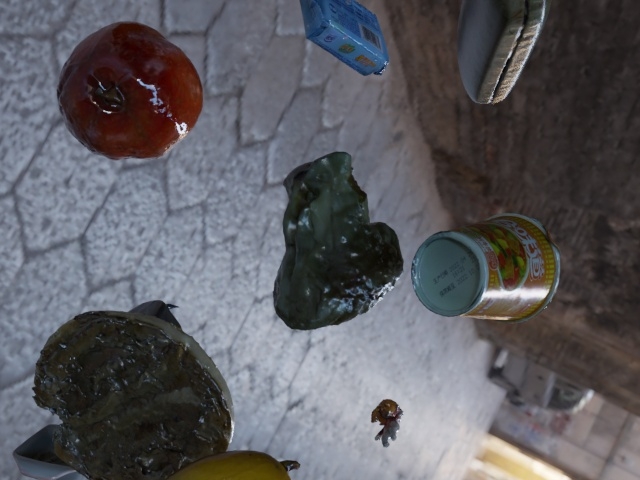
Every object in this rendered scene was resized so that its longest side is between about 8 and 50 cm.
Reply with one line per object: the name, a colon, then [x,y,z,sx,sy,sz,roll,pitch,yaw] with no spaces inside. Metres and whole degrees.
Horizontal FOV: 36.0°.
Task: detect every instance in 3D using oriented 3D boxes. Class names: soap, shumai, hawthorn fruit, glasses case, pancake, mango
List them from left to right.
hawthorn fruit: [-0.317,-0.234,1.596,0.272,0.241,0.242,-99,-148,-80]
pancake: [-0.348,0.291,1.782,0.071,0.382,0.382,-62,173,-68]
mango: [-0.159,0.400,1.384,0.316,0.176,0.119,-24,159,-19]
shumai: [0.000,0.000,1.558,0.204,0.222,0.272,59,21,-30]
soap: [0.057,-0.495,2.297,0.293,0.077,0.156,23,49,-45]
glasses case: [0.250,-0.315,1.381,0.425,0.098,0.157,75,11,-81]

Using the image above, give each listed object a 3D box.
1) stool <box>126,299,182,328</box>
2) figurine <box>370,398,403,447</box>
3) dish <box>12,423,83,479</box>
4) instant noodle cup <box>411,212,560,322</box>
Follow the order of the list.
stool: [-0.371,0.224,2.000,0.228,0.139,0.153,-32,-161,0]
figurine: [0.102,0.274,1.486,0.064,0.047,0.109,-45,-171,15]
dish: [-0.516,0.439,1.956,0.234,0.154,0.064,-36,137,-80]
instant noodle cup: [0.223,0.042,1.371,0.185,0.168,0.168,-3,119,-53]
